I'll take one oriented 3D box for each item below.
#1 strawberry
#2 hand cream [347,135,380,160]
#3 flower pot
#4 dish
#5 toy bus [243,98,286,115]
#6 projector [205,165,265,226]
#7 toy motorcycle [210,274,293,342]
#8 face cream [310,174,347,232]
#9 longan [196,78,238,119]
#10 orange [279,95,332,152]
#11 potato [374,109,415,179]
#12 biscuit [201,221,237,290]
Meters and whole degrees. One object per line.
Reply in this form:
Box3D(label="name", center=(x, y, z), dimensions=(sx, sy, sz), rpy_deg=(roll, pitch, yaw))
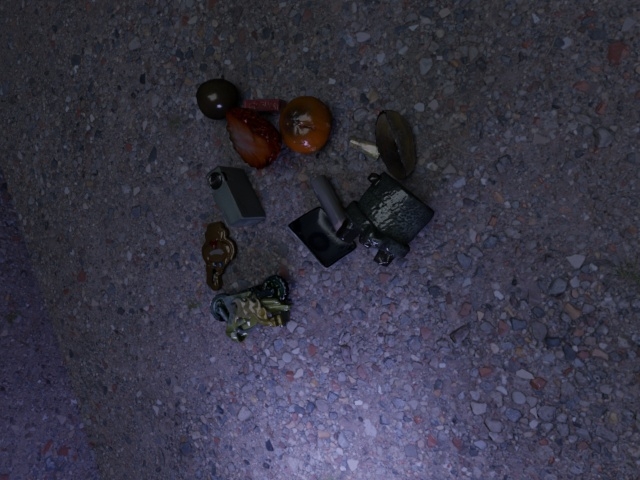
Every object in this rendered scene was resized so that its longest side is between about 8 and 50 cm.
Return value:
Box3D(label="strawberry", center=(-0.247, -0.425, 1.834), dimensions=(0.336, 0.149, 0.265), rpy_deg=(29, 145, 47))
Box3D(label="hand cream", center=(0.170, -0.364, 1.755), dimensions=(0.143, 0.039, 0.061), rpy_deg=(26, 102, 17))
Box3D(label="flower pot", center=(0.222, -0.067, 1.604), dimensions=(0.299, 0.299, 0.283), rpy_deg=(44, 106, 16))
Box3D(label="dish", center=(0.000, 0.000, 1.817), dimensions=(0.243, 0.182, 0.080), rpy_deg=(47, 148, 16))
Box3D(label="toy bus", center=(-0.240, -0.568, 1.909), dimensions=(0.192, 0.077, 0.065), rpy_deg=(6, 94, 24))
Box3D(label="projector", center=(-0.367, -0.185, 1.933), dimensions=(0.099, 0.192, 0.257), rpy_deg=(-30, 81, 23))
Box3D(label="toy motorcycle", center=(-0.296, 0.302, 1.948), dimensions=(0.410, 0.168, 0.237), rpy_deg=(-22, 86, 25))
Box3D(label="face cream", center=(0.048, -0.129, 1.787), dimensions=(0.073, 0.107, 0.269), rpy_deg=(-28, 75, 5))
Box3D(label="longan", center=(-0.451, -0.618, 1.964), dimensions=(0.189, 0.189, 0.189), rpy_deg=(2, 94, 25))
Box3D(label="orange", center=(-0.062, -0.456, 1.782), dimensions=(0.224, 0.170, 0.224), rpy_deg=(2, 94, 27))
Box3D(label="potato", center=(0.285, -0.362, 1.686), dimensions=(0.120, 0.100, 0.261), rpy_deg=(1, 113, 63))
Box3D(label="biscuit", center=(-0.477, 0.075, 2.087), dimensions=(0.183, 0.047, 0.320), rpy_deg=(19, 103, 26))
